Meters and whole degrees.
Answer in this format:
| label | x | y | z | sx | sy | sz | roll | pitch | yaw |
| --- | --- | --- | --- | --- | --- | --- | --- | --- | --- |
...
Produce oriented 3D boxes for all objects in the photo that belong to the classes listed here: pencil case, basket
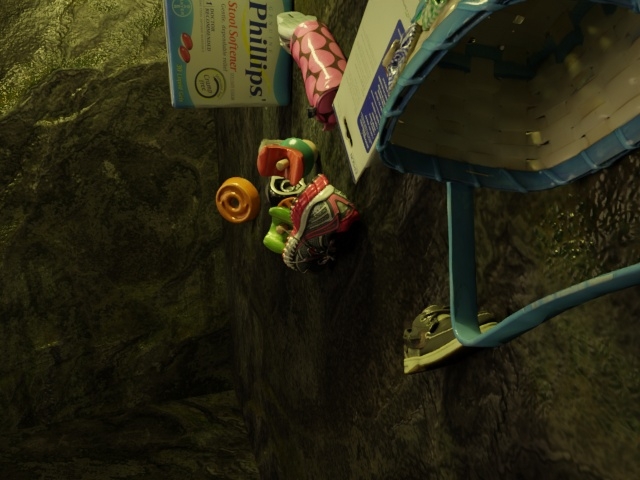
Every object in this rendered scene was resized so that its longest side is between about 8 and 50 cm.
| label | x | y | z | sx | sy | sz | roll | pitch | yaw |
| --- | --- | --- | --- | --- | --- | --- | --- | --- | --- |
| pencil case | 0.002 | -0.300 | 1.018 | 0.098 | 0.095 | 0.210 | 105 | 156 | -51 |
| basket | 0.149 | -0.084 | 0.404 | 0.255 | 0.200 | 0.289 | 122 | 148 | -63 |

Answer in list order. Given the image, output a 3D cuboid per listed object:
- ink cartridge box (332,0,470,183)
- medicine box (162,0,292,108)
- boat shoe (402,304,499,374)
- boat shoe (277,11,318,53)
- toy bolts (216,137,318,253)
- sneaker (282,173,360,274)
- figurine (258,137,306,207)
| label | x | y | z | sx | sy | sz | roll | pitch | yaw |
| --- | --- | --- | --- | --- | --- | --- | --- | --- | --- |
| ink cartridge box | 0.098 | -0.234 | 0.766 | 0.333 | 0.065 | 0.166 | 117 | 143 | -60 |
| medicine box | -0.225 | -0.469 | 1.362 | 0.149 | 0.288 | 0.264 | -119 | 27 | -57 |
| boat shoe | 0.147 | 0.118 | 0.703 | 0.224 | 0.080 | 0.074 | 112 | 142 | -67 |
| boat shoe | -0.045 | -0.425 | 1.175 | 0.226 | 0.083 | 0.076 | -101 | 2 | -61 |
| toy bolts | -0.091 | -0.122 | 1.228 | 0.158 | 0.218 | 0.229 | -41 | -28 | -60 |
| sneaker | 0.000 | 0.000 | 1.110 | 0.112 | 0.121 | 0.299 | 39 | 158 | 14 |
| figurine | -0.106 | -0.125 | 1.467 | 0.210 | 0.092 | 0.215 | 98 | 159 | -52 |
